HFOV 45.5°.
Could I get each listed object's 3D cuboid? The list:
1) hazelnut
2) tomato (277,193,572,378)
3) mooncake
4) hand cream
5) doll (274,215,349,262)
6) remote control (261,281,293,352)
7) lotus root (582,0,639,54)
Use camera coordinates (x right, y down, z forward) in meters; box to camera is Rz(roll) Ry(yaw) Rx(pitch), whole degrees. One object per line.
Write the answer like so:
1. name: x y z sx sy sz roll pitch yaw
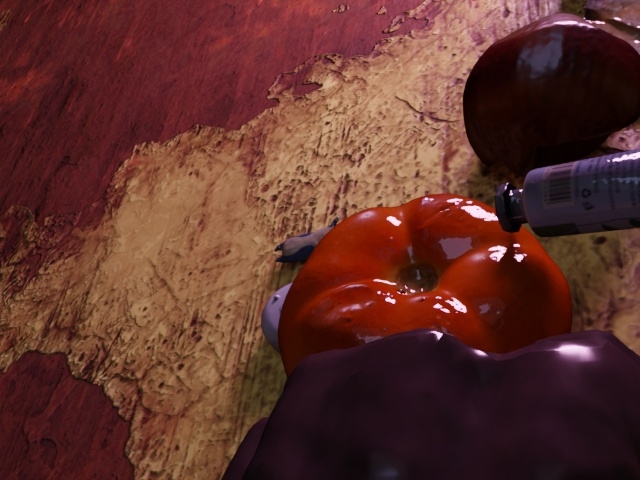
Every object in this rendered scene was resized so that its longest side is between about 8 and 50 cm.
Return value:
1. hazelnut: 0.250 -0.162 0.847 0.170 0.160 0.202 -35 3 -19
2. tomato: 0.096 0.077 0.678 0.260 0.180 0.260 -9 44 9
3. mooncake: 0.106 0.216 0.454 0.381 0.350 0.212 2 43 20
4. hand cream: 0.250 -0.042 0.551 0.256 0.055 0.088 -11 44 37
5. doll: 0.000 0.000 0.923 0.125 0.027 0.037 -18 52 16
6. remote control: 0.043 0.050 0.839 0.244 0.047 0.087 -27 46 9
7. lotus root: 0.447 -0.224 0.833 0.329 0.078 0.167 33 96 43
